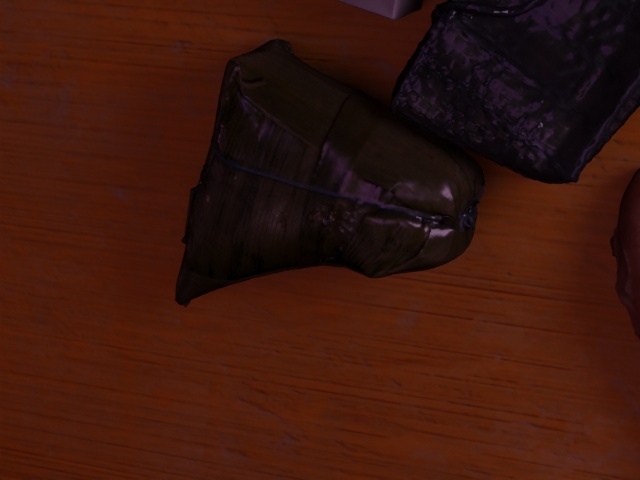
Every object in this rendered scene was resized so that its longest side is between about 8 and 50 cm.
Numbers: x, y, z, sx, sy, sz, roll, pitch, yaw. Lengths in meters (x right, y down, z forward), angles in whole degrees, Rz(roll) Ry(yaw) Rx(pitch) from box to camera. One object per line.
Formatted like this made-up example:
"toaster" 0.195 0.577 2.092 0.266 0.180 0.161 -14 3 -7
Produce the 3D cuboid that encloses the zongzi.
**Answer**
"zongzi" 0.000 0.000 1.581 0.251 0.125 0.274 31 120 20

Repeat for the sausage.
"sausage" 0.298 0.086 1.500 0.078 0.078 0.304 -14 101 28

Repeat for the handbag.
"handbag" 0.185 -0.166 1.431 0.175 0.088 0.270 37 108 5

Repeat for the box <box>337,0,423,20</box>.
"box" 0.032 -0.312 1.489 0.149 0.067 0.233 20 114 17
